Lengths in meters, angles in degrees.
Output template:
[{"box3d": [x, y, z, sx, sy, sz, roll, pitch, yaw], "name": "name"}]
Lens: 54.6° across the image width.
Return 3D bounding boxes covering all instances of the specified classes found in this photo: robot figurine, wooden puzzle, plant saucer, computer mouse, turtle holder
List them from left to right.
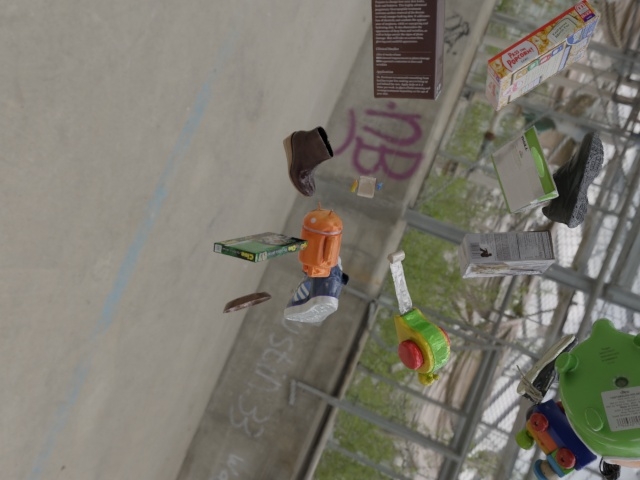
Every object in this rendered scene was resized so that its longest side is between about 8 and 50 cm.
[{"box3d": [-0.241, 0.199, 2.024, 0.168, 0.168, 0.029, 32, 38, -78], "name": "plant saucer"}, {"box3d": [-0.001, -0.001, 1.881, 0.158, 0.128, 0.219, -39, 140, -68], "name": "robot figurine"}, {"box3d": [0.163, -0.194, 2.227, 0.014, 0.116, 0.079, 21, -85, 64], "name": "wooden puzzle"}, {"box3d": [0.699, 0.521, 1.701, 0.072, 0.272, 0.189, -23, 114, -38], "name": "computer mouse"}, {"box3d": [0.608, 0.317, 1.281, 0.243, 0.320, 0.227, -34, 125, -3], "name": "turtle holder"}]

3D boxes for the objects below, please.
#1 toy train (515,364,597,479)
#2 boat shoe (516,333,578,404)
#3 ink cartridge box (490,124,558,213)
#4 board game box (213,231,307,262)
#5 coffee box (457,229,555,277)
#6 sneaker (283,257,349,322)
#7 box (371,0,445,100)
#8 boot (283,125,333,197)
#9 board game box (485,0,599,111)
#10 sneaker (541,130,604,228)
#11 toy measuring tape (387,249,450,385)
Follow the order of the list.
[{"box3d": [0.490, 0.420, 1.407, 0.105, 0.248, 0.143, -11, 143, -34], "name": "toy train"}, {"box3d": [0.662, 0.367, 1.775, 0.233, 0.079, 0.084, -56, 173, 13], "name": "boat shoe"}, {"box3d": [0.593, -0.198, 1.721, 0.255, 0.097, 0.189, 136, -61, -75], "name": "ink cartridge box"}, {"box3d": [-0.157, 0.015, 1.682, 0.259, 0.136, 0.030, -14, 116, -60], "name": "board game box"}, {"box3d": [0.655, 0.050, 2.207, 0.168, 0.297, 0.119, 85, 2, -69], "name": "coffee box"}, {"box3d": [-0.021, 0.146, 2.161, 0.323, 0.130, 0.236, -34, -134, 58], "name": "sneaker"}, {"box3d": [0.250, -0.603, 1.762, 0.143, 0.191, 0.381, -57, 149, -54], "name": "box"}, {"box3d": [-0.031, -0.276, 2.215, 0.090, 0.207, 0.248, -32, 108, -37], "name": "boot"}, {"box3d": [0.395, -0.329, 1.127, 0.193, 0.045, 0.147, -32, 163, 4], "name": "board game box"}, {"box3d": [0.731, -0.185, 1.815, 0.109, 0.130, 0.286, 18, 93, -44], "name": "sneaker"}, {"box3d": [0.224, 0.184, 1.391, 0.121, 0.121, 0.330, -45, 127, -61], "name": "toy measuring tape"}]
